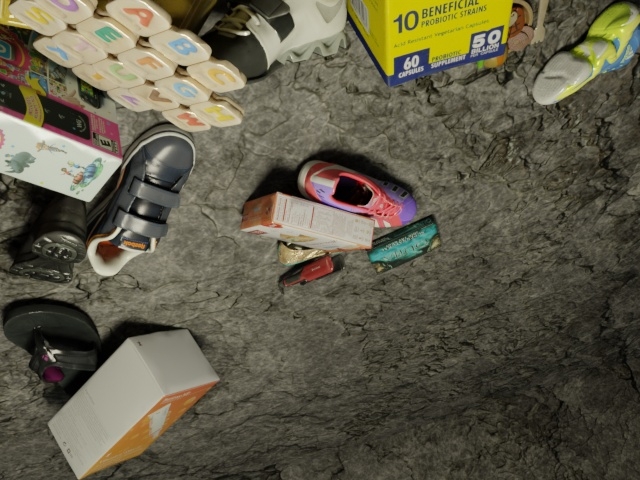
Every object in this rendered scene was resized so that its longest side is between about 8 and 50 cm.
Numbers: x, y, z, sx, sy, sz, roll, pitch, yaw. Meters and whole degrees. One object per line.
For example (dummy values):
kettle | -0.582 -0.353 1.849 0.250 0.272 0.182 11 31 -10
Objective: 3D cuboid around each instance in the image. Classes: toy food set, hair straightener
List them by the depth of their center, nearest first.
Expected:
toy food set | 0.333 -0.375 1.140 0.192 0.038 0.132 -19 144 -4
hair straightener | -0.018 0.087 1.501 0.089 0.047 0.230 -4 160 -43

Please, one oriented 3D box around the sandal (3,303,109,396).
sandal | -0.582 0.286 1.467 0.168 0.107 0.445 -17 145 -5

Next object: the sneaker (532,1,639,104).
sneaker | 0.541 -0.346 1.238 0.126 0.091 0.240 20 127 -43

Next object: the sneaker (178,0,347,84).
sneaker | -0.082 -0.320 0.885 0.331 0.123 0.146 -36 145 -41

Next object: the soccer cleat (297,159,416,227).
soccer cleat | 0.102 -0.084 1.309 0.318 0.116 0.108 17 96 -37

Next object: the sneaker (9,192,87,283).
sneaker | -0.486 -0.004 1.152 0.109 0.130 0.286 20 150 -33

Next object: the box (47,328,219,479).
box | -0.456 0.394 1.536 0.345 0.168 0.215 -45 161 19

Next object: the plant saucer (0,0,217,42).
plant saucer | -0.256 -0.332 0.749 0.333 0.080 0.333 2 165 -28

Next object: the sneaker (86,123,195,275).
sneaker | -0.325 -0.061 1.144 0.126 0.127 0.321 18 127 -39

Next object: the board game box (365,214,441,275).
board game box | 0.210 0.014 1.585 0.186 0.026 0.126 -24 143 4

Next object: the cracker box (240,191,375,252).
cracker box | -0.027 -0.031 1.288 0.232 0.067 0.156 15 168 -28

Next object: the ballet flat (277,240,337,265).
ballet flat | 0.000 0.000 1.431 0.206 0.073 0.067 -19 129 -10

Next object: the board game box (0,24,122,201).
board game box | -0.428 -0.204 0.825 0.303 0.224 0.097 20 128 -43

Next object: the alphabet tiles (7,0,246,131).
alphabet tiles | -0.234 -0.219 0.783 0.278 0.021 0.284 2 158 44

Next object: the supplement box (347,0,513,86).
supplement box | 0.145 -0.425 0.852 0.194 0.195 0.356 -17 143 -5
